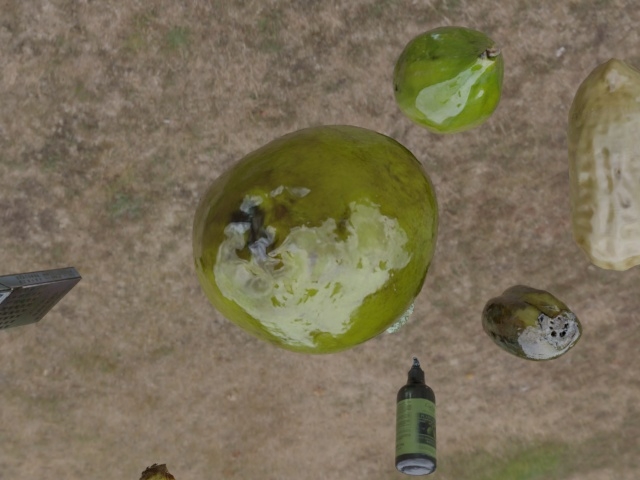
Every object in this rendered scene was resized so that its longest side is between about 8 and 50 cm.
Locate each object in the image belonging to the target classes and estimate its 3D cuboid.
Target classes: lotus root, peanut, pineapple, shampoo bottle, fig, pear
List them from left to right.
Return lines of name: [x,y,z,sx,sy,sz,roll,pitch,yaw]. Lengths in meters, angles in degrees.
pineapple: [-0.286,0.454,1.281,0.069,0.116,0.137,-24,149,10]
pear: [0.000,0.000,1.046,0.352,0.413,0.352,4,103,19]
shampoo bottle: [0.240,0.438,1.817,0.101,0.284,0.101,4,144,3]
fig: [0.245,-0.324,1.417,0.233,0.233,0.314,-27,175,16]
lotus root: [0.456,0.186,1.597,0.152,0.275,0.160,-40,98,-5]
peanut: [0.546,-0.137,1.321,0.169,0.387,0.192,2,-169,42]

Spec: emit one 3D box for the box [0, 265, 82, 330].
box: [-0.698,0.140,1.616,0.180,0.047,0.325,-41,171,15]

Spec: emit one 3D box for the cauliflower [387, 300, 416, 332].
cauliflower: [0.156,0.077,1.894,0.281,0.327,0.260,-28,177,41]
